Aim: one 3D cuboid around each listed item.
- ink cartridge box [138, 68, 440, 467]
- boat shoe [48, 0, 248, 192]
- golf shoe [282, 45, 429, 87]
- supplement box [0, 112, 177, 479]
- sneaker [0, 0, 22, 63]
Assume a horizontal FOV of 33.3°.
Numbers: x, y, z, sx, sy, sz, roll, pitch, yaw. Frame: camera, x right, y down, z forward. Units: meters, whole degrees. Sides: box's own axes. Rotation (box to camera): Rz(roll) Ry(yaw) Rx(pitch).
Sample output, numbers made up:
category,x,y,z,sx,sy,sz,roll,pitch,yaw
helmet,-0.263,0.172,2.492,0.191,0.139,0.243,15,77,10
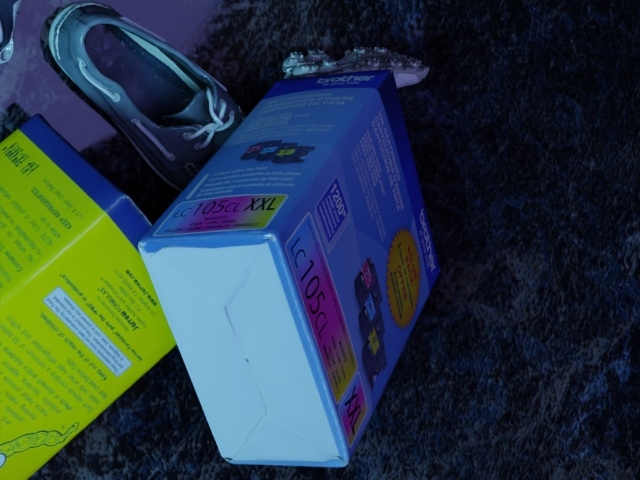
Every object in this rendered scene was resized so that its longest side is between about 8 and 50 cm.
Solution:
category,x,y,z,sx,sy,sz,roll,pitch,yaw
ink cartridge box,0.000,0.000,1.113,0.395,0.151,0.270,-60,140,-51
boat shoe,-0.149,-0.130,1.141,0.319,0.099,0.116,42,82,-25
golf shoe,0.039,-0.177,1.244,0.176,0.069,0.086,-5,120,-17
supplement box,-0.318,0.087,1.027,0.356,0.194,0.195,-42,138,-10
sneaker,-0.398,-0.218,1.016,0.235,0.094,0.153,-2,93,-34
